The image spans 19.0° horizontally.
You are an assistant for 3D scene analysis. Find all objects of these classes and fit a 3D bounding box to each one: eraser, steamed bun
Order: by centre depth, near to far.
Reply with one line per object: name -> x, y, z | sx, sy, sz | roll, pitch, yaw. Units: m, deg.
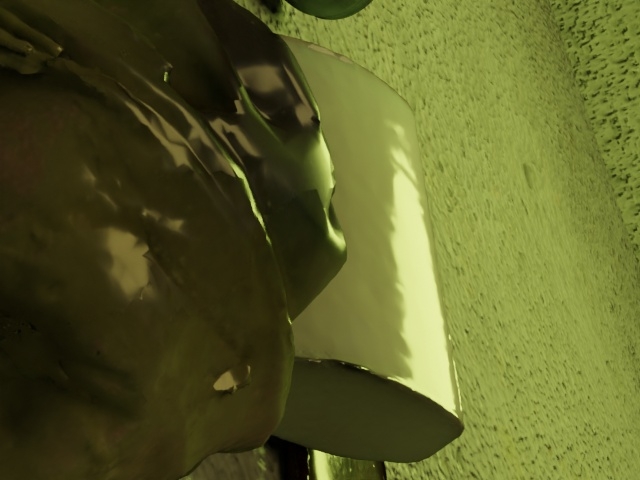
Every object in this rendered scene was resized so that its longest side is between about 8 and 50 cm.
steamed bun -> -0.089, -0.019, 0.869 | 0.280, 0.207, 0.268 | 7, 63, -72
eraser -> 0.000, 0.000, 1.256 | 0.174, 0.095, 0.270 | 22, 46, -34

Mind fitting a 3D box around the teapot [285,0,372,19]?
teapot -> -0.012, -0.258, 1.529 | 0.108, 0.111, 0.149 | 17, 59, -51

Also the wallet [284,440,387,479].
wallet -> 0.013, 0.145, 1.283 | 0.137, 0.031, 0.255 | 53, 25, -44
